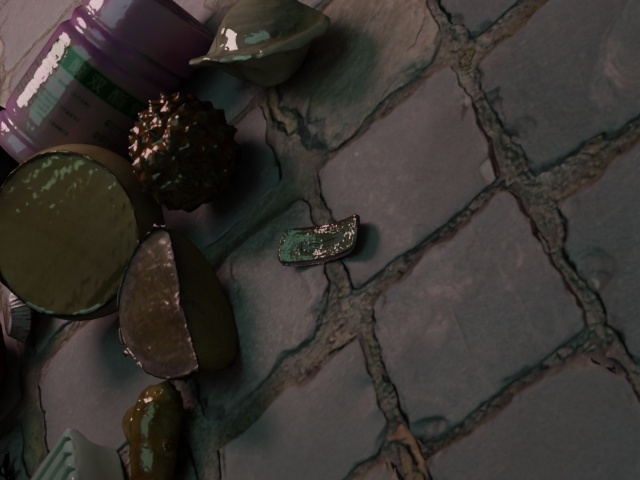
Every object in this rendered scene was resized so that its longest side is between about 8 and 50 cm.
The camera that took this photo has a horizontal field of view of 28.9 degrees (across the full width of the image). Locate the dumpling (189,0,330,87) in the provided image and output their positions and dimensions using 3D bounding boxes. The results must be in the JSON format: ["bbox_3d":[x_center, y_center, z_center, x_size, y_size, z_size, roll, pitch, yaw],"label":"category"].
[{"bbox_3d":[-0.092,-0.275,1.740,0.216,0.126,0.166,24,44,32],"label":"dumpling"}]

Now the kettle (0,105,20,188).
[{"bbox_3d":[-0.644,-0.124,2.221,0.207,0.251,0.271,-41,23,-27],"label":"kettle"}]

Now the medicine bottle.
[{"bbox_3d":[-0.337,-0.244,1.929,0.325,0.212,0.212,-51,40,8],"label":"medicine bottle"}]

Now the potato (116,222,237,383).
[{"bbox_3d":[-0.193,0.111,1.650,0.138,0.098,0.243,-39,50,28],"label":"potato"}]

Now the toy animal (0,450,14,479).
[{"bbox_3d":[-0.585,0.402,1.888,0.243,0.087,0.260,25,89,49],"label":"toy animal"}]

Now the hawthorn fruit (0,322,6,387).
[{"bbox_3d":[-0.607,0.196,1.909,0.265,0.265,0.307,-51,44,10],"label":"hawthorn fruit"}]

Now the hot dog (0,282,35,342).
[{"bbox_3d":[-0.485,0.080,1.989,0.192,0.053,0.099,-116,38,-51],"label":"hot dog"}]

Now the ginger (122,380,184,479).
[{"bbox_3d":[-0.207,0.311,1.563,0.118,0.065,0.299,-53,34,37],"label":"ginger"}]

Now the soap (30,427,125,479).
[{"bbox_3d":[-0.367,0.398,1.636,0.265,0.087,0.160,-54,23,7],"label":"soap"}]

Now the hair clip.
[{"bbox_3d":[0.001,0.001,1.572,0.137,0.022,0.054,-13,59,41],"label":"hair clip"}]

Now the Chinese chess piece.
[{"bbox_3d":[-0.351,-0.011,1.790,0.257,0.104,0.257,2,96,17],"label":"Chinese chess piece"}]

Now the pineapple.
[{"bbox_3d":[-0.191,-0.136,1.748,0.166,0.166,0.193,-40,37,22],"label":"pineapple"}]
